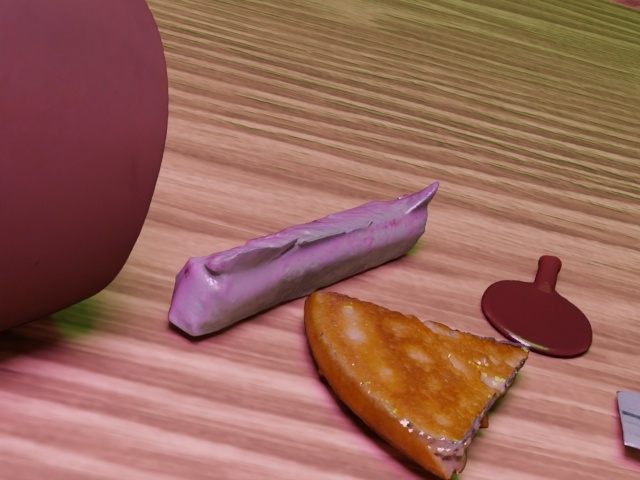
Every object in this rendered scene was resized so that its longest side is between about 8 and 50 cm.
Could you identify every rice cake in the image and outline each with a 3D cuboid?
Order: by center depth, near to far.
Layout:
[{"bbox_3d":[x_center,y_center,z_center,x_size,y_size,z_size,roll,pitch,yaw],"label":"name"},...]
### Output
[{"bbox_3d":[-0.002,0.002,0.746,0.051,0.081,0.290,45,36,20],"label":"rice cake"}]

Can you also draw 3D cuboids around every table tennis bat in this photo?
[{"bbox_3d":[0.192,0.053,0.832,0.098,0.019,0.154,22,30,9],"label":"table tennis bat"}]

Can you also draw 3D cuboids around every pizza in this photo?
[{"bbox_3d":[0.073,0.087,0.680,0.176,0.036,0.185,-7,35,-43],"label":"pizza"}]

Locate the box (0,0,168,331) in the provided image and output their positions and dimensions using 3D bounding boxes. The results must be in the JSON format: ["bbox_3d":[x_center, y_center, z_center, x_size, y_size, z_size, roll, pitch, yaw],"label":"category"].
[{"bbox_3d":[-0.240,-0.078,0.555,0.216,0.301,0.301,2,31,-42],"label":"box"}]

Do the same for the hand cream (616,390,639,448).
[{"bbox_3d":[0.378,0.171,0.677,0.331,0.058,0.085,19,24,8],"label":"hand cream"}]
